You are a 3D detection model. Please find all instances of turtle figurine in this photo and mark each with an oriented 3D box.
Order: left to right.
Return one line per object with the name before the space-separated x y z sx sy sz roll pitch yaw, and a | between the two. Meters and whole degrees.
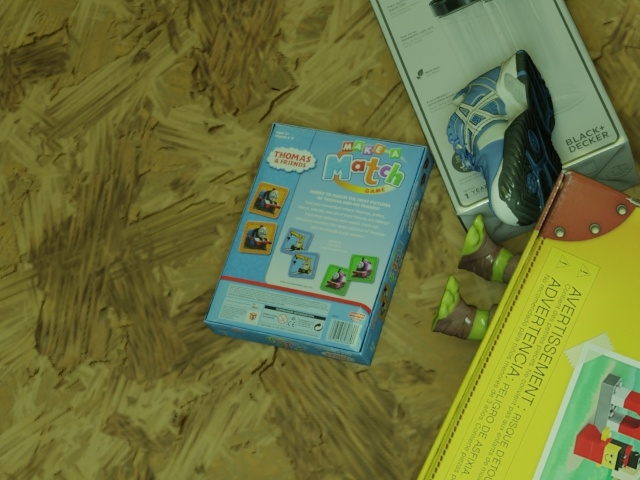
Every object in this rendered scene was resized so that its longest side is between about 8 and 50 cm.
turtle figurine | 0.219 0.057 1.514 0.217 0.087 0.269 22 75 8

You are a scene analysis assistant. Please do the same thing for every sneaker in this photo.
sneaker | 0.153 -0.076 1.488 0.081 0.080 0.211 -23 29 21

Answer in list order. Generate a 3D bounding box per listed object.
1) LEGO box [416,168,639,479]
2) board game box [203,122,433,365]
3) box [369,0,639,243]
LEGO box | 0.244 0.254 1.305 0.372 0.193 0.500 25 75 9
board game box | 0.000 0.000 1.644 0.160 0.039 0.211 11 70 22
box | 0.163 -0.155 1.634 0.169 0.087 0.290 -24 61 7
